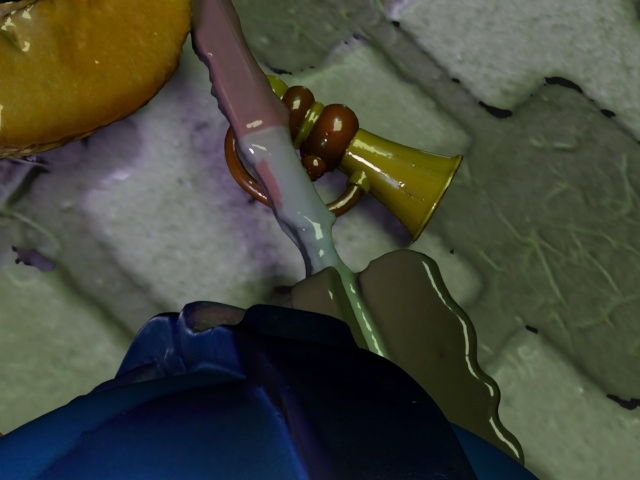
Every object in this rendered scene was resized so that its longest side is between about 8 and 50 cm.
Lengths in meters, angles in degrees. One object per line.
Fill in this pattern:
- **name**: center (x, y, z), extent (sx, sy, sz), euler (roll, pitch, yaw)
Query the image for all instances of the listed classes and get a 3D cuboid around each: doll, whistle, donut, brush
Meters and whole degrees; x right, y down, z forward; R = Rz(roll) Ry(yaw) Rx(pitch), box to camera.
- **doll**: center (-0.026, 0.168, 0.469), extent (0.240, 0.310, 0.284), euler (9, 52, -23)
- **whistle**: center (0.004, -0.034, 0.848), extent (0.109, 0.057, 0.046), euler (23, 1, -1)
- **donut**: center (-0.142, -0.107, 0.779), extent (0.178, 0.065, 0.162), euler (-11, 78, -42)
- **brush**: center (0.000, 0.000, 0.780), extent (0.084, 0.071, 0.301), euler (-9, 63, -32)

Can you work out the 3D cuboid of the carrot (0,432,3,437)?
- **carrot**: center (-0.115, 0.102, 0.638), extent (0.205, 0.072, 0.072), euler (37, 45, -4)
